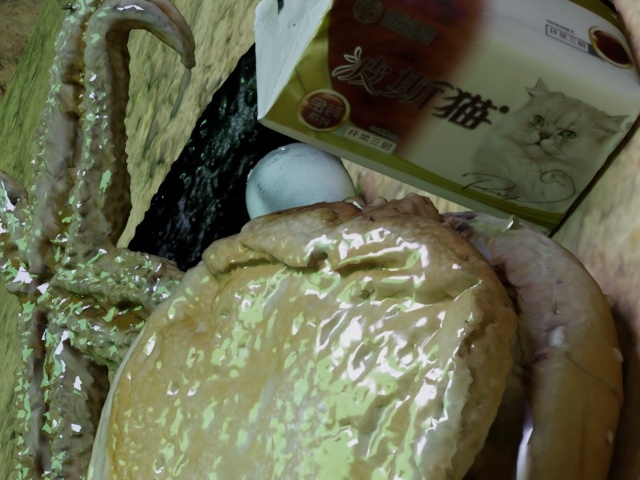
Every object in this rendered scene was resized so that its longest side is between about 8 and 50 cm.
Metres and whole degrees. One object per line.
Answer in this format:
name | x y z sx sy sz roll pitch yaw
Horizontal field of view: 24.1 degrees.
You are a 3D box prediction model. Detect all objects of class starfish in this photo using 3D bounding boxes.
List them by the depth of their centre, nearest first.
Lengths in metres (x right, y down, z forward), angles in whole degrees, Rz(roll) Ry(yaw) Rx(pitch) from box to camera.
starfish | -0.144 0.053 1.070 0.324 0.082 0.432 -30 68 37

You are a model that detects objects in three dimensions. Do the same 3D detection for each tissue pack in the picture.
tissue pack | 0.056 -0.086 0.680 0.099 0.149 0.106 -57 23 33

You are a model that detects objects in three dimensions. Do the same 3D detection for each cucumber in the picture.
cucumber | -0.064 -0.061 1.097 0.303 0.072 0.081 -56 10 32

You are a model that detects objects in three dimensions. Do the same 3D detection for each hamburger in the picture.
hamburger | 0.005 0.111 0.624 0.286 0.146 0.243 -50 34 20

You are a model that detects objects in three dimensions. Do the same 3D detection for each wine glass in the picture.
wine glass | 0.000 0.000 0.869 0.072 0.072 0.155 -64 20 16
